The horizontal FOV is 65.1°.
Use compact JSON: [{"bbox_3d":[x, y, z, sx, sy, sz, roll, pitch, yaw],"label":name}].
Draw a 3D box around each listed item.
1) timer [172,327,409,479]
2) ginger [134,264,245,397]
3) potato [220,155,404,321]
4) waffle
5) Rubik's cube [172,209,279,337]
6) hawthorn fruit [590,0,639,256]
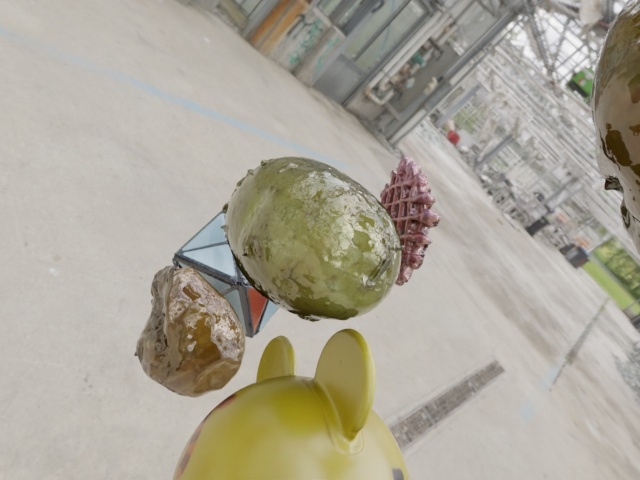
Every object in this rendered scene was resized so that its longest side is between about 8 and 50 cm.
[{"bbox_3d":[-0.030,0.325,0.725,0.376,0.376,0.386,26,64,-42],"label":"timer"},{"bbox_3d":[-0.266,0.202,1.092,0.223,0.269,0.200,18,1,-31],"label":"ginger"},{"bbox_3d":[-0.016,-0.007,0.727,0.270,0.219,0.359,26,1,-6],"label":"potato"},{"bbox_3d":[0.153,-0.033,0.955,0.056,0.221,0.234,7,41,-16],"label":"waffle"},{"bbox_3d":[-0.239,0.092,1.447,0.248,0.250,0.246,19,46,22],"label":"Rubik's cube"},{"bbox_3d":[0.349,-0.081,0.322,0.268,0.301,0.267,7,80,-47],"label":"hawthorn fruit"}]
